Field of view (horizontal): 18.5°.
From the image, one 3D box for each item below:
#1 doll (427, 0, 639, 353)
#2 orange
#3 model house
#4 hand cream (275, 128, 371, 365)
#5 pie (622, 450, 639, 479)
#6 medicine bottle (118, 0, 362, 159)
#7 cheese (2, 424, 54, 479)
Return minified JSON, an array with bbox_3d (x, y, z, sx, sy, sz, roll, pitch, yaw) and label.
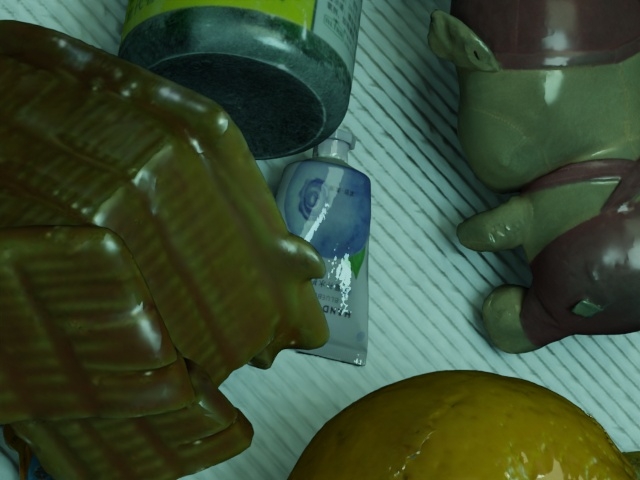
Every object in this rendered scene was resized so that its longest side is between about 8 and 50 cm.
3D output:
[{"bbox_3d":[0.161,-0.065,1.256,0.196,0.152,0.256,-18,92,-66],"label":"doll"},{"bbox_3d":[0.076,0.178,1.068,0.219,0.193,0.219,4,78,-17],"label":"orange"},{"bbox_3d":[-0.145,0.025,1.045,0.229,0.220,0.199,-42,131,-31],"label":"model house"},{"bbox_3d":[0.000,0.000,1.203,0.084,0.053,0.142,14,71,-23],"label":"hand cream"},{"bbox_3d":[0.179,0.165,1.227,0.170,0.034,0.092,9,61,-31],"label":"pie"},{"bbox_3d":[-0.037,-0.205,1.220,0.141,0.141,0.293,19,59,-19],"label":"medicine bottle"},{"bbox_3d":[-0.152,0.147,1.066,0.047,0.017,0.111,8,64,-29],"label":"cheese"}]
